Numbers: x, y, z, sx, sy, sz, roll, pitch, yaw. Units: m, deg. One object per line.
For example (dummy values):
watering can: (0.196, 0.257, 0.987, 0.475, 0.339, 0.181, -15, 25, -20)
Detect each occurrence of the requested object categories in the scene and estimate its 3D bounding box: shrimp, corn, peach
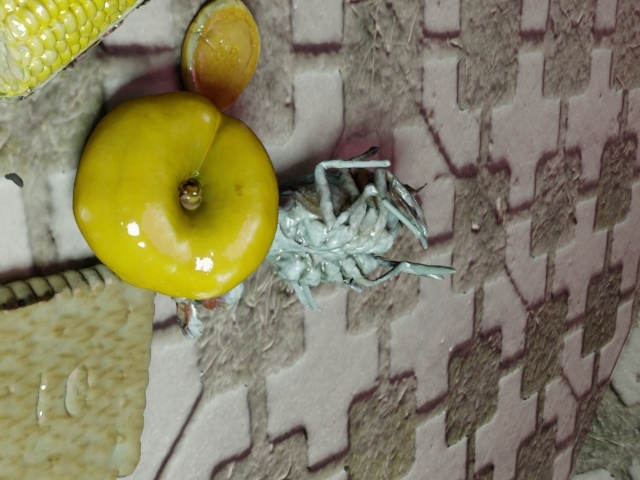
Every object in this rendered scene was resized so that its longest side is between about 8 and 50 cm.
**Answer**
shrimp: (0.000, -0.003, 1.224, 0.410, 0.166, 0.221, -3, 142, -44)
corn: (-0.164, -0.225, 0.878, 0.305, 0.122, 0.123, -51, 172, -28)
peach: (-0.117, -0.039, 1.005, 0.179, 0.103, 0.179, 7, 76, -31)

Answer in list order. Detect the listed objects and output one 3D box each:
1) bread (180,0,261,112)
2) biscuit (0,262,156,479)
bread: (-0.090, -0.168, 1.103, 0.110, 0.024, 0.110, -35, 134, -46)
biscuit: (-0.252, 0.131, 0.974, 0.325, 0.044, 0.217, -14, 116, -56)
